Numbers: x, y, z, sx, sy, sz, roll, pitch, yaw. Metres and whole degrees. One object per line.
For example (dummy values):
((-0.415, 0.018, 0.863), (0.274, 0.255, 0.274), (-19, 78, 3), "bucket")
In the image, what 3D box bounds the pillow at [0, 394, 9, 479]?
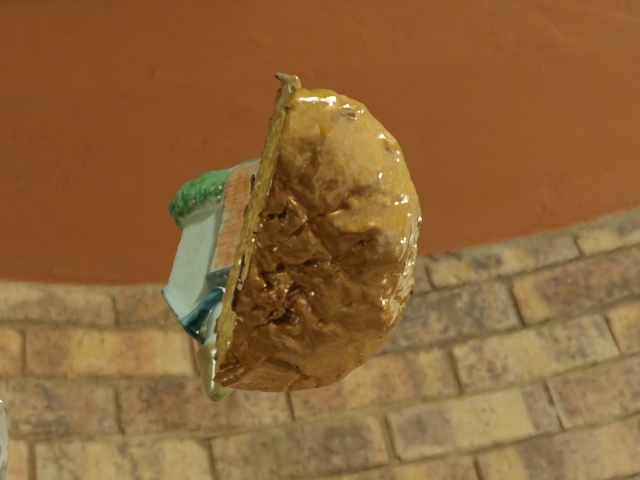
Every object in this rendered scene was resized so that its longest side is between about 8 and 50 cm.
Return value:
((-0.376, 0.179, 0.915), (0.255, 0.059, 0.169), (7, -87, -29), "pillow")

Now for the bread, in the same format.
((0.000, 0.000, 0.864), (0.140, 0.143, 0.228), (12, -76, -16), "bread")

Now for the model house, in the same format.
((-0.066, 0.074, 1.377), (0.267, 0.324, 0.194), (-14, -46, 32), "model house")
